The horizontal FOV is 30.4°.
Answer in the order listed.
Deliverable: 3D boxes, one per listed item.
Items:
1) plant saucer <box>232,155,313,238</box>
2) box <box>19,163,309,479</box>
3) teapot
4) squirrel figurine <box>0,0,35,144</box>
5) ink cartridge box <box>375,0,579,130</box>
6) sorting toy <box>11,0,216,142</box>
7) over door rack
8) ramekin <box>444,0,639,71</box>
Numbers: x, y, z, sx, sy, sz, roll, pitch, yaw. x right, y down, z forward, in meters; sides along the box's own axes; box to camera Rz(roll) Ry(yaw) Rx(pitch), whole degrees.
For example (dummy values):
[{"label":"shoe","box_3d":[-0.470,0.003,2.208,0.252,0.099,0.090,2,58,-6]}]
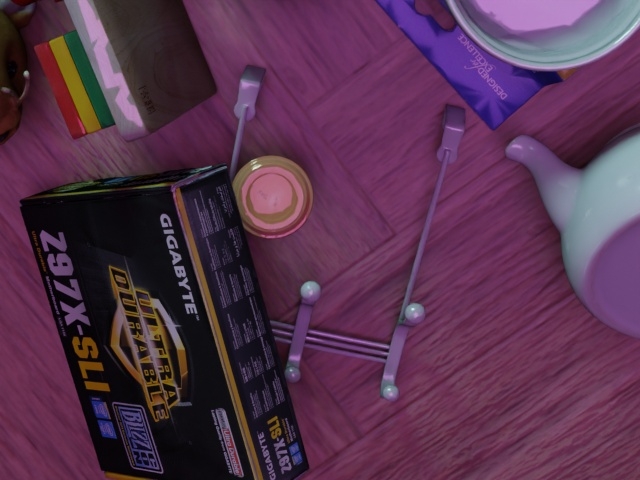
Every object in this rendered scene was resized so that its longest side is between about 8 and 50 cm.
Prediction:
[{"label":"plant saucer","box_3d":[-0.049,-0.043,1.171,0.083,0.013,0.083,0,88,-1]},{"label":"box","box_3d":[-0.162,0.093,1.189,0.257,0.079,0.322,-1,108,45]},{"label":"teapot","box_3d":[0.359,-0.034,1.176,0.252,0.187,0.256,-28,128,26]},{"label":"squirrel figurine","box_3d":[-0.429,-0.248,1.081,0.281,0.370,0.397,-43,70,10]},{"label":"ink cartridge box","box_3d":[0.193,-0.316,1.168,0.307,0.072,0.303,-43,99,8]},{"label":"sorting toy","box_3d":[-0.212,-0.225,1.102,0.089,0.257,0.255,-19,102,14]},{"label":"over door rack","box_3d":[0.000,0.000,1.222,0.239,0.108,0.324,12,102,-2]},{"label":"ramekin","box_3d":[0.208,-0.264,1.091,0.207,0.109,0.207,0,102,2]}]
